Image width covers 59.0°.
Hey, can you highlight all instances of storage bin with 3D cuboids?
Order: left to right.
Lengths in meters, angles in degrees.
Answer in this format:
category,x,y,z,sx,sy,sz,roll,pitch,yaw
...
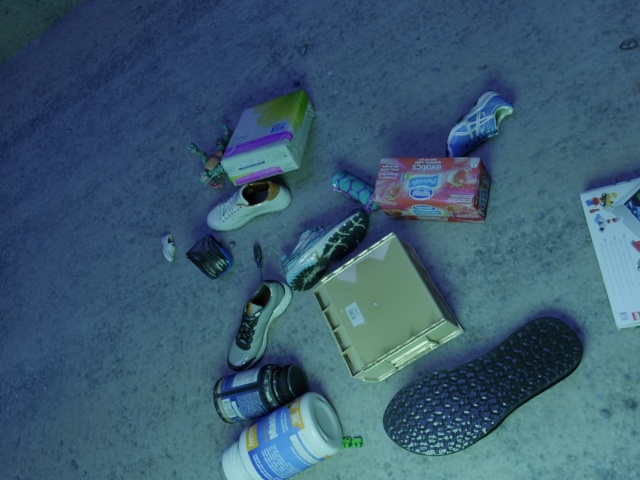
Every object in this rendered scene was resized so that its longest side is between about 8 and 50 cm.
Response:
category,x,y,z,sx,sy,sz,roll,pitch,yaw
storage bin,0.151,0.164,1.351,0.260,0.123,0.262,-35,58,14

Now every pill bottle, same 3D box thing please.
category,x,y,z,sx,sy,sz,roll,pitch,yaw
pill bottle,-0.151,0.382,1.431,0.219,0.123,0.123,-19,63,21
pill bottle,-0.096,0.484,1.340,0.272,0.152,0.152,-33,58,16

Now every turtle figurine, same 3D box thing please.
category,x,y,z,sx,sy,sz,roll,pitch,yaw
turtle figurine,-0.336,-0.261,1.795,0.175,0.118,0.234,26,69,20

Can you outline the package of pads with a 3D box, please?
category,x,y,z,sx,sy,sz,roll,pitch,yaw
package of pads,-0.153,-0.302,1.668,0.229,0.101,0.297,-12,42,25

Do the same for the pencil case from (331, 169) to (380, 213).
category,x,y,z,sx,sy,sz,roll,pitch,yaw
pencil case,0.099,-0.134,1.532,0.151,0.064,0.070,33,73,35

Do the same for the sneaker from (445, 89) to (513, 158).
category,x,y,z,sx,sy,sz,roll,pitch,yaw
sneaker,0.394,-0.281,1.417,0.081,0.080,0.211,39,93,37

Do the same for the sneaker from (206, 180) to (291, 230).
category,x,y,z,sx,sy,sz,roll,pitch,yaw
sneaker,-0.240,-0.116,1.681,0.290,0.123,0.106,-20,64,22

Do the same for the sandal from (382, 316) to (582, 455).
category,x,y,z,sx,sy,sz,roll,pitch,yaw
sandal,0.348,0.326,1.202,0.445,0.107,0.168,-28,58,2

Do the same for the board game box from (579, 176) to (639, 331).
category,x,y,z,sx,sy,sz,roll,pitch,yaw
board game box,0.671,0.019,1.159,0.192,0.053,0.306,-15,64,24

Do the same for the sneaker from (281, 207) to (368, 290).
category,x,y,z,sx,sy,sz,roll,pitch,yaw
sneaker,0.000,0.000,1.510,0.283,0.110,0.122,-42,53,8

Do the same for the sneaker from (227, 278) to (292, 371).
category,x,y,z,sx,sy,sz,roll,pitch,yaw
sneaker,-0.183,0.222,1.523,0.100,0.108,0.272,24,85,32

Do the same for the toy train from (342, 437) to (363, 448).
category,x,y,z,sx,sy,sz,roll,pitch,yaw
toy train,0.062,0.479,1.338,0.083,0.017,0.024,-12,55,25

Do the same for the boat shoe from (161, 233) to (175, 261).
category,x,y,z,sx,sy,sz,roll,pitch,yaw
boat shoe,-0.483,0.022,1.814,0.035,0.035,0.100,-34,51,16

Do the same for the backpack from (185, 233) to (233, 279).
category,x,y,z,sx,sy,sz,roll,pitch,yaw
backpack,-0.315,0.049,1.672,0.098,0.101,0.120,-44,88,11

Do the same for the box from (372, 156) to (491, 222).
category,x,y,z,sx,sy,sz,roll,pitch,yaw
box,0.274,-0.124,1.393,0.256,0.128,0.123,5,73,30

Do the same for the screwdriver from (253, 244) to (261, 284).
category,x,y,z,sx,sy,sz,roll,pitch,yaw
screwdriver,-0.174,0.093,1.627,0.024,0.025,0.170,-17,72,22
